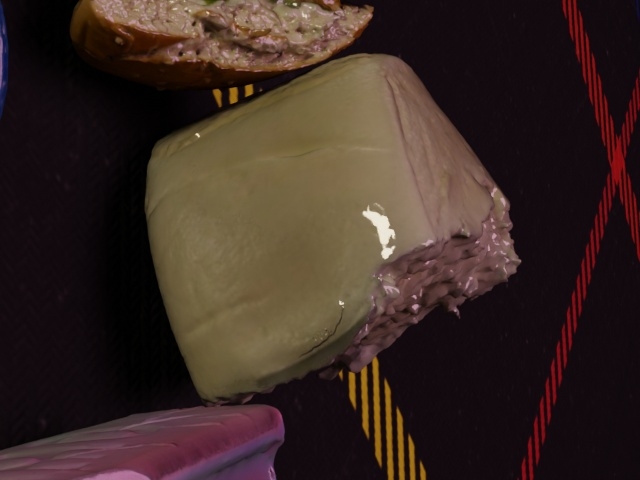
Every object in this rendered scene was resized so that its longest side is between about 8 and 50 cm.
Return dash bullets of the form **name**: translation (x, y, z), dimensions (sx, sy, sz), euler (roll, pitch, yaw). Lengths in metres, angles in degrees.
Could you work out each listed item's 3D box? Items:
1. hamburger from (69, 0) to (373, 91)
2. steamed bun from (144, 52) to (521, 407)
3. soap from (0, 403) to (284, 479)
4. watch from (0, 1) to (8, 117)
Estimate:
- **hamburger**: translation (-0.095, -0.190, 1.190), dimensions (0.283, 0.156, 0.144), euler (1, 76, -39)
- **steamed bun**: translation (0.000, 0.000, 1.181), dimensions (0.273, 0.290, 0.272), euler (59, 9, -7)
- **soap**: translation (-0.172, 0.190, 0.923), dimensions (0.324, 0.193, 0.109), euler (-15, 95, -62)
- **watch**: translation (-0.272, -0.115, 0.861), dimensions (0.200, 0.171, 0.196), euler (63, 43, -54)
